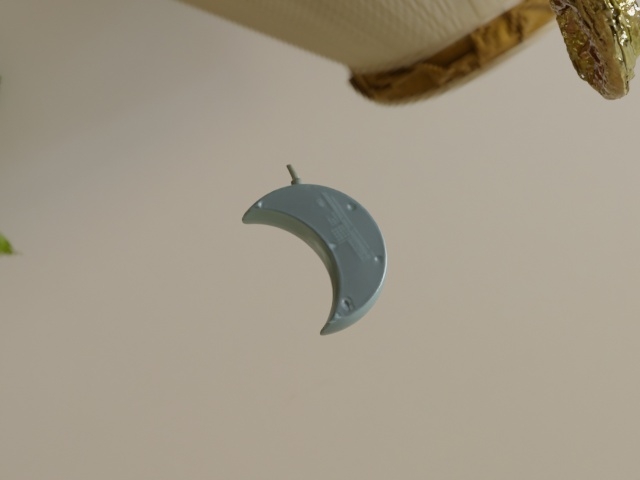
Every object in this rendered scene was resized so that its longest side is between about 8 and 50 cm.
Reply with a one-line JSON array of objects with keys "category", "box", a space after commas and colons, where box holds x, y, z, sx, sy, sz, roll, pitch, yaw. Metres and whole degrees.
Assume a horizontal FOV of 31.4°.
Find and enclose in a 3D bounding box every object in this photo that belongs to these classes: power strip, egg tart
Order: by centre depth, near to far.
[{"category": "egg tart", "box": [0.217, -0.174, 0.897, 0.052, 0.130, 0.130, -28, -160, 4]}, {"category": "power strip", "box": [0.000, 0.000, 1.355, 0.137, 0.216, 0.044, -27, 161, -19]}]
